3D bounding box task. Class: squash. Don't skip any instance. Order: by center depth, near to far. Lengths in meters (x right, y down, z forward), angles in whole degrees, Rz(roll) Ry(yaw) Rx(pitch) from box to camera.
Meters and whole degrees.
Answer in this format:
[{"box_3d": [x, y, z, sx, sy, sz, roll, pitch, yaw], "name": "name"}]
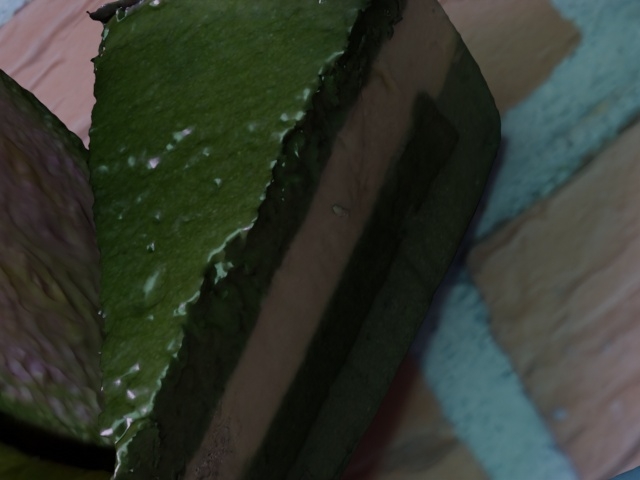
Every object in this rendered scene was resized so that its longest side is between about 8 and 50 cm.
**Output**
[{"box_3d": [-0.258, 0.082, 0.858, 0.309, 0.310, 0.310, -42, 45, 20], "name": "squash"}]

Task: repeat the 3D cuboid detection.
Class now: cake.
[{"box_3d": [-0.001, 0.005, 0.769, 0.172, 0.158, 0.283, -23, 44, 19], "name": "cake"}]

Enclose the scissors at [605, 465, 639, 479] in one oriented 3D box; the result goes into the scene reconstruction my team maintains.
[{"box_3d": [0.018, 0.174, 0.750, 0.393, 0.032, 0.180, -29, 49, 21], "name": "scissors"}]
